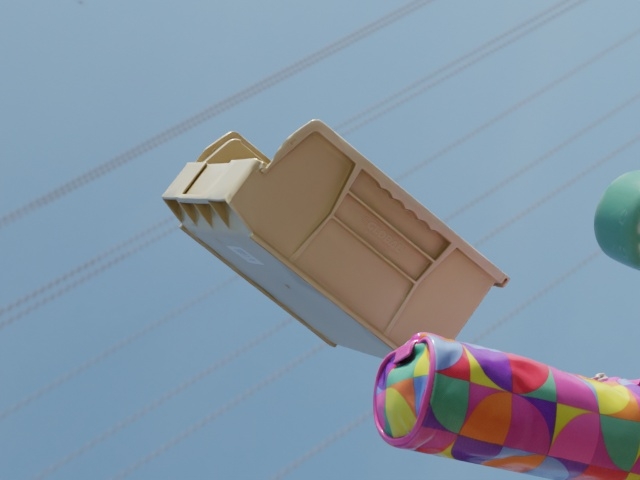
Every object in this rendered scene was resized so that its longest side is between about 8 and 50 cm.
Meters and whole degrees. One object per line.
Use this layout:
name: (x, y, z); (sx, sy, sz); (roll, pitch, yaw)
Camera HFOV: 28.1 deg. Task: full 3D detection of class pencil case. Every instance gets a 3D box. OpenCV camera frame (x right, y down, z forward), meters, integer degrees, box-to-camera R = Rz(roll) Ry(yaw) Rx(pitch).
pencil case: (0.161, 0.139, 1.038); (0.236, 0.104, 0.104); (14, -87, -25)

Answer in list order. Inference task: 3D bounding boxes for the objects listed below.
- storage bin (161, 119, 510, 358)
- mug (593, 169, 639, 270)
storage bin: (0.000, 0.000, 1.254); (0.260, 0.262, 0.123); (39, -101, -18)
mug: (0.448, -0.033, 1.685); (0.129, 0.097, 0.157); (27, -87, -26)
